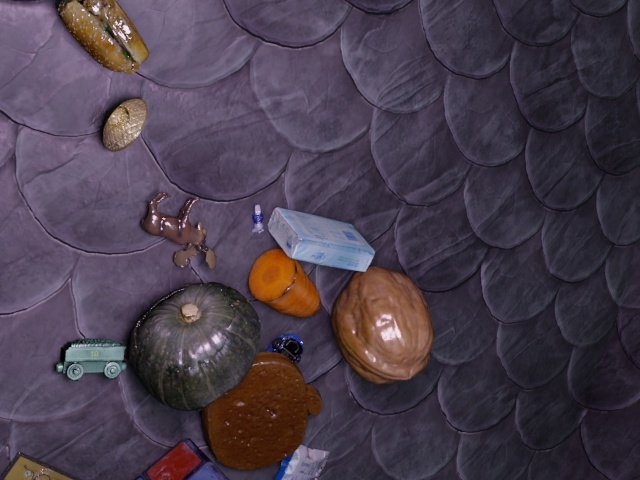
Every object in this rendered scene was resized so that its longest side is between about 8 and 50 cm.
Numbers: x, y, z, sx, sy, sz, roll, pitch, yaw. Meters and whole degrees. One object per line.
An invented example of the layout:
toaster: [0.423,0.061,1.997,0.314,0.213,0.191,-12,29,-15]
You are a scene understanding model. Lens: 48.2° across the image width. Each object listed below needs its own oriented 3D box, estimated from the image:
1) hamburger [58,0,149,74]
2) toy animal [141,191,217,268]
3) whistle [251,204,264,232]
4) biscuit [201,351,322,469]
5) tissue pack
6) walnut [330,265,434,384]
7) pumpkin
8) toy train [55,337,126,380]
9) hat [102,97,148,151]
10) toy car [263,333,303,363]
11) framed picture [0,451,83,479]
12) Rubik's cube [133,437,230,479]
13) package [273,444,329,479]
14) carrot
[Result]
hamburger: [-0.473,-0.457,1.587,0.122,0.189,0.215,-41,122,-8]
toy animal: [-0.355,-0.021,1.829,0.214,0.093,0.186,12,90,-27]
whistle: [-0.174,-0.059,1.969,0.033,0.029,0.083,-7,113,-16]
biscuit: [-0.164,0.478,2.023,0.350,0.070,0.395,-6,119,-21]
tissue pack: [0.000,0.000,2.008,0.263,0.177,0.089,9,116,-35]
walnut: [0.183,0.255,2.075,0.306,0.344,0.306,-19,144,-14]
pumpkin: [-0.311,0.254,1.804,0.328,0.291,0.257,-46,149,-29]
toy train: [-0.564,0.291,1.769,0.172,0.070,0.100,5,91,-33]
hat: [-0.483,-0.289,1.694,0.146,0.067,0.146,-50,165,-19]
toy car: [-0.140,0.355,2.059,0.216,0.063,0.103,-49,122,-5]
framed picture: [-0.745,0.710,1.778,0.244,0.013,0.324,41,77,-33]
Rubik's cube: [-0.342,0.774,1.873,0.316,0.318,0.313,-38,119,-22]
package: [-0.064,0.719,2.222,0.173,0.027,0.171,27,89,-34]
carrot: [-0.075,0.141,2.018,0.225,0.159,0.159,40,78,-44]
